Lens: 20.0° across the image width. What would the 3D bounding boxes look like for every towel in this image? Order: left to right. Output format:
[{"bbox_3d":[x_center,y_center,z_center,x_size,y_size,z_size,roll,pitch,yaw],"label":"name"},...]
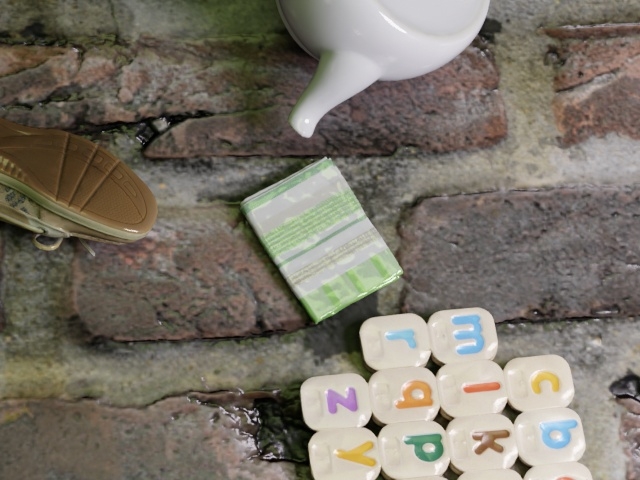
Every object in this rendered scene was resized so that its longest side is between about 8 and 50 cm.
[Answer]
[{"bbox_3d":[0.000,0.000,1.873,0.113,0.023,0.152,-29,76,-14],"label":"towel"}]

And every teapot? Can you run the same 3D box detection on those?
[{"bbox_3d":[0.042,-0.274,1.908,0.256,0.187,0.252,-27,92,-43],"label":"teapot"}]

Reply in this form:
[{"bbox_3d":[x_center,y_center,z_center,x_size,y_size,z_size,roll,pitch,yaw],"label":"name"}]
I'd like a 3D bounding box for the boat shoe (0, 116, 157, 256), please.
[{"bbox_3d":[-0.303,-0.060,1.838,0.285,0.089,0.104,24,41,1],"label":"boat shoe"}]

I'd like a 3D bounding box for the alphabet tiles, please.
[{"bbox_3d":[0.124,0.206,1.798,0.278,0.021,0.284,-6,68,-8],"label":"alphabet tiles"}]
